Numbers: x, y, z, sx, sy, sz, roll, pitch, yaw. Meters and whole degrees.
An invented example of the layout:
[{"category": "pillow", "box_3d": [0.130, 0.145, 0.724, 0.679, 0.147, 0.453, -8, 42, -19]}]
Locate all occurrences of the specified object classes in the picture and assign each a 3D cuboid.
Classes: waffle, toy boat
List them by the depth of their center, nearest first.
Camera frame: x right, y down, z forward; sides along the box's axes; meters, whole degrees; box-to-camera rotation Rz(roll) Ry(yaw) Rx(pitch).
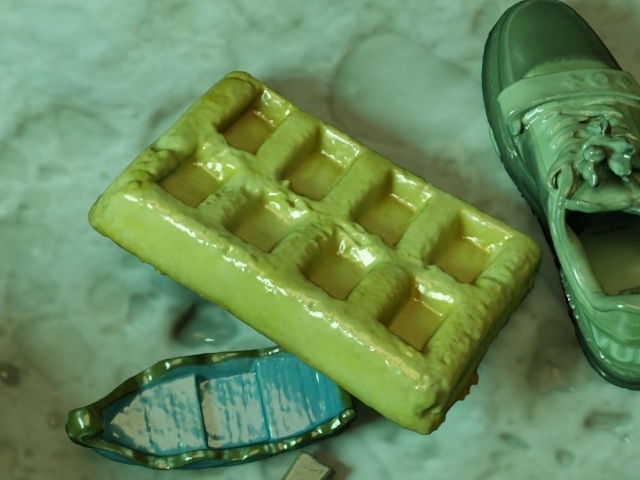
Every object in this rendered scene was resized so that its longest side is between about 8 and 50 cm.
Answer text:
[{"category": "toy boat", "box_3d": [-0.071, 0.107, 1.234, 0.185, 0.077, 0.075, -9, 70, -4]}, {"category": "waffle", "box_3d": [0.000, 0.000, 1.254, 0.274, 0.057, 0.168, 32, 45, 12]}]

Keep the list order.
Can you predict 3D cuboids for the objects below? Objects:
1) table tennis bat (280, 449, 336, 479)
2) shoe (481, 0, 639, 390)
[{"category": "table tennis bat", "box_3d": [-0.065, 0.227, 1.218, 0.130, 0.019, 0.220, 34, 73, 12]}, {"category": "shoe", "box_3d": [0.187, -0.055, 1.263, 0.109, 0.149, 0.293, -15, 71, -5]}]
